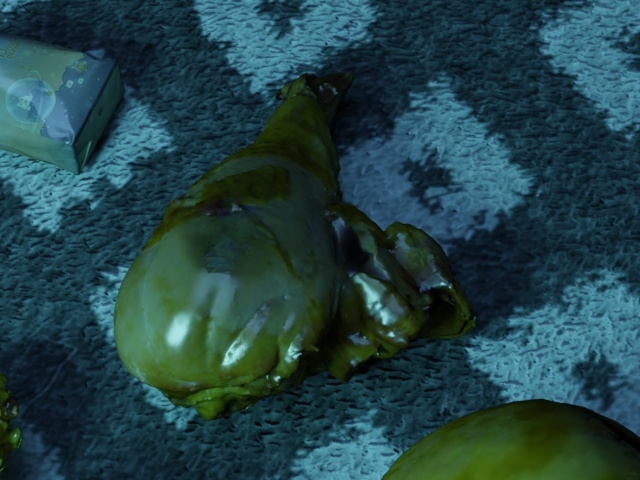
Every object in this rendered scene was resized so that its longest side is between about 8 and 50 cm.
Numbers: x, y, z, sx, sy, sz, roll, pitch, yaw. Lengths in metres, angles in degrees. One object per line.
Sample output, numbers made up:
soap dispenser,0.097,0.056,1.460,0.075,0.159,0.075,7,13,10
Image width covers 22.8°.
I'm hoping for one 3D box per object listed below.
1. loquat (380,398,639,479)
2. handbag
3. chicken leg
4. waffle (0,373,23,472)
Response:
loquat,0.152,0.247,1.146,0.263,0.263,0.263,-3,58,5
handbag,-0.288,-0.140,1.523,0.173,0.095,0.117,15,58,13
chicken leg,0.000,0.000,1.383,0.295,0.182,0.409,13,44,4
waffle,-0.335,0.176,1.313,0.193,0.070,0.197,-30,25,4
